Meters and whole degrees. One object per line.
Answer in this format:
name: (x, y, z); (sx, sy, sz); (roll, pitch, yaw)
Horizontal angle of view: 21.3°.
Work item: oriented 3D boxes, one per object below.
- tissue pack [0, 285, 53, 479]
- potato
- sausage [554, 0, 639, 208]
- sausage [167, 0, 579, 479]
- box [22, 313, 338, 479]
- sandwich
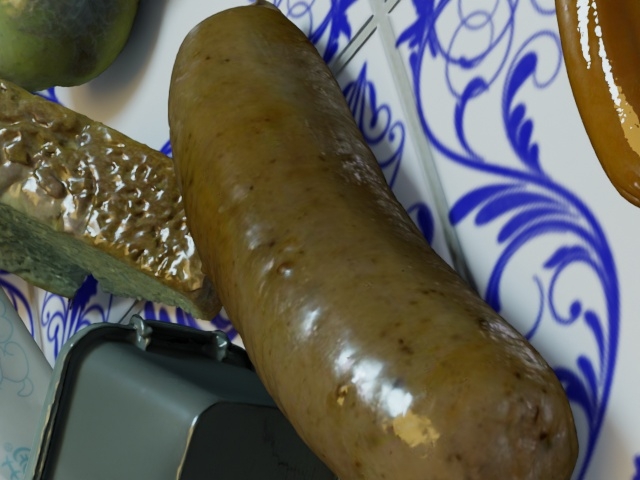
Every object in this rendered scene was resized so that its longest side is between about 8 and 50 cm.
tissue pack: (-0.284, 0.137, 1.282); (0.201, 0.124, 0.271); (-31, 90, 45)
potato: (-0.224, -0.249, 1.427); (0.174, 0.159, 0.251); (-6, 81, 29)
sausage: (0.154, -0.090, 0.872); (0.062, 0.054, 0.183); (105, 161, -64)
sausage: (-0.002, 0.002, 1.007); (0.136, 0.123, 0.501); (-40, 39, 7)
box: (-0.090, 0.179, 1.059); (0.135, 0.163, 0.243); (17, 92, 49)
sandwich: (-0.168, -0.017, 1.273); (0.099, 0.288, 0.254); (-60, -15, -17)
